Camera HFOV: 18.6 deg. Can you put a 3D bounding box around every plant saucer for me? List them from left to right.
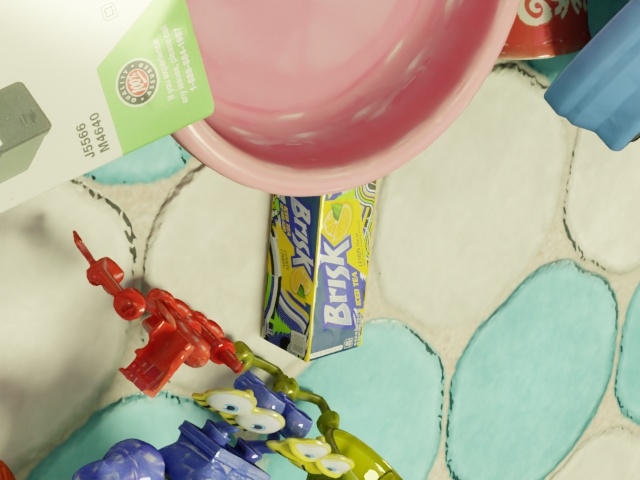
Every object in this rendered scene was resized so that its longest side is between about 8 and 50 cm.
[{"bbox_3d":[-0.003,-0.197,1.299,0.332,0.084,0.332,-16,118,-33],"label":"plant saucer"}]

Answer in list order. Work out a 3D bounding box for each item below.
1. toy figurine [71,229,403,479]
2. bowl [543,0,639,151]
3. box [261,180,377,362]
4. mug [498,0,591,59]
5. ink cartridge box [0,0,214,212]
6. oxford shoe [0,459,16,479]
[{"bbox_3d":[-0.100,0.180,1.345,0.217,0.191,0.362,-49,144,1],"label":"toy figurine"},{"bbox_3d":[0.339,-0.215,1.481,0.391,0.077,0.391,-42,176,-4],"label":"bowl"},{"bbox_3d":[0.000,0.000,1.435,0.059,0.054,0.169,-14,119,-41],"label":"box"},{"bbox_3d":[0.142,-0.235,1.453,0.113,0.150,0.169,-4,111,-5],"label":"mug"},{"bbox_3d":[-0.218,-0.112,1.055,0.273,0.115,0.198,-27,133,-15],"label":"ink cartridge box"},{"bbox_3d":[-0.250,0.187,1.267,0.098,0.097,0.271,-23,137,3],"label":"oxford shoe"}]
